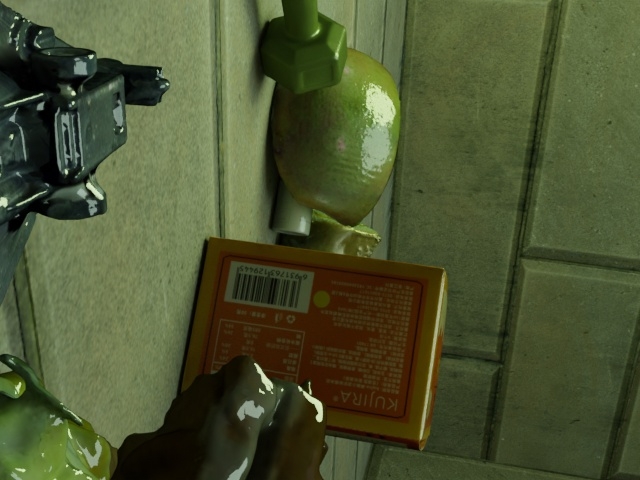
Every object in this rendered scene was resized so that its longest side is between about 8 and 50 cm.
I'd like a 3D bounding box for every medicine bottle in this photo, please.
[{"bbox_3d":[-0.029,-0.125,1.361,0.059,0.059,0.231,34,64,-79],"label":"medicine bottle"}]

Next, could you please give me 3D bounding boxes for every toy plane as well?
[{"bbox_3d":[-0.158,-0.080,0.553,0.316,0.103,0.204,-57,152,-67],"label":"toy plane"}]

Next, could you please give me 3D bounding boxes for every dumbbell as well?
[{"bbox_3d":[-0.028,-0.316,1.087,0.302,0.121,0.108,82,-11,-54],"label":"dumbbell"}]

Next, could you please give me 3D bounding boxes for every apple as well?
[{"bbox_3d":[0.024,-0.163,1.290,0.193,0.120,0.265,11,82,-37],"label":"apple"}]

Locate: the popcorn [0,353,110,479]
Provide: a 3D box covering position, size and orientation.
[{"bbox_3d":[-0.188,0.097,0.358,0.212,0.198,0.198,62,16,-5],"label":"popcorn"}]

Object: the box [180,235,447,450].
[{"bbox_3d":[0.008,0.134,1.114,0.259,0.283,0.214,54,45,-75],"label":"box"}]

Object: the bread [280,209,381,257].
[{"bbox_3d":[0.004,0.001,1.416,0.110,0.156,0.103,7,100,-60],"label":"bread"}]

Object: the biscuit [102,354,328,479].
[{"bbox_3d":[-0.127,0.227,0.543,0.366,0.115,0.268,-42,-157,54],"label":"biscuit"}]
